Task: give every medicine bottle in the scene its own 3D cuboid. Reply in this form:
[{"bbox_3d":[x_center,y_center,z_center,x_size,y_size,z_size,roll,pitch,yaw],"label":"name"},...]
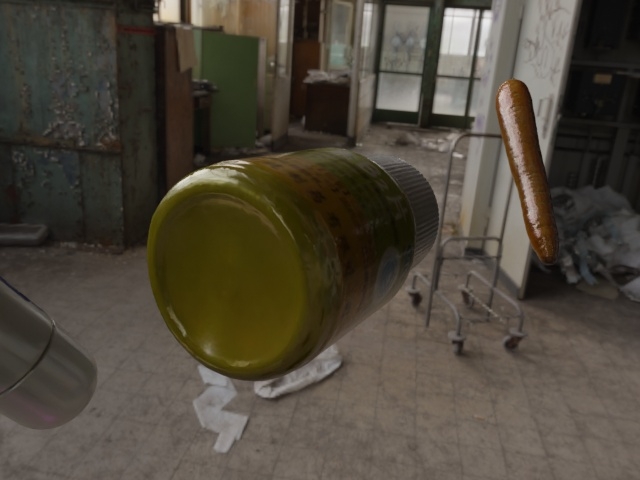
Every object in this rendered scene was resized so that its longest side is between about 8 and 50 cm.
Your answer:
[{"bbox_3d":[-0.415,0.113,0.702,0.130,0.341,0.130,-21,38,17],"label":"medicine bottle"},{"bbox_3d":[0.000,0.000,0.706,0.224,0.224,0.384,14,17,27],"label":"medicine bottle"}]

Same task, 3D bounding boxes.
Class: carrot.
[{"bbox_3d":[0.234,-0.085,0.648,0.043,0.043,0.248,2,62,-6],"label":"carrot"}]
